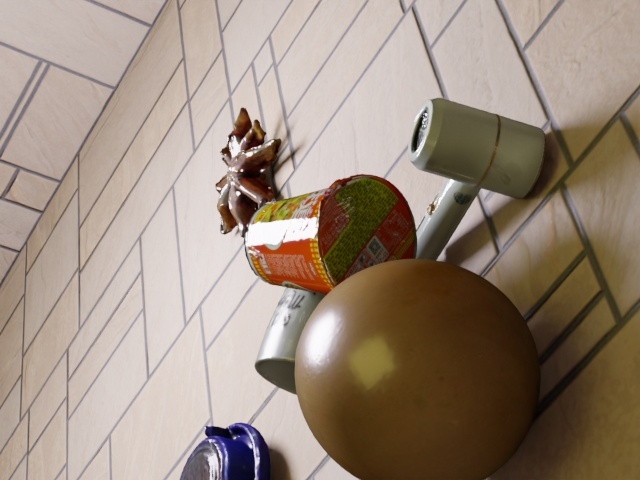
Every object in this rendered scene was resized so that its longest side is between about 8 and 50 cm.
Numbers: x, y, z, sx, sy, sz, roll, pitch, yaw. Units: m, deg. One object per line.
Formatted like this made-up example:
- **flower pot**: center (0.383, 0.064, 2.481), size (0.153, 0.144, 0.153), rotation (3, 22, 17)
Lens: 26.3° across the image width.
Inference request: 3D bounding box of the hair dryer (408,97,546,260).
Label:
- **hair dryer**: center (0.176, -0.049, 2.004), size (0.107, 0.173, 0.357), rotation (-84, 15, -45)

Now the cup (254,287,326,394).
- **cup**: center (0.002, 0.129, 2.171), size (0.258, 0.186, 0.234), rotation (-28, 40, 59)

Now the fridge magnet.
- **fridge magnet**: center (-0.169, 0.440, 2.352), size (0.265, 0.113, 0.265), rotation (-43, 37, 46)

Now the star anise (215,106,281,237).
- **star anise**: center (-0.150, -0.138, 2.765), size (0.288, 0.088, 0.288), rotation (-177, 90, -67)

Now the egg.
- **egg**: center (0.119, 0.171, 1.762), size (0.301, 0.301, 0.374), rotation (-69, 18, 1)

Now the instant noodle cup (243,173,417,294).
- **instant noodle cup**: center (0.000, 0.000, 1.994), size (0.212, 0.193, 0.193), rotation (-2, 69, 49)
